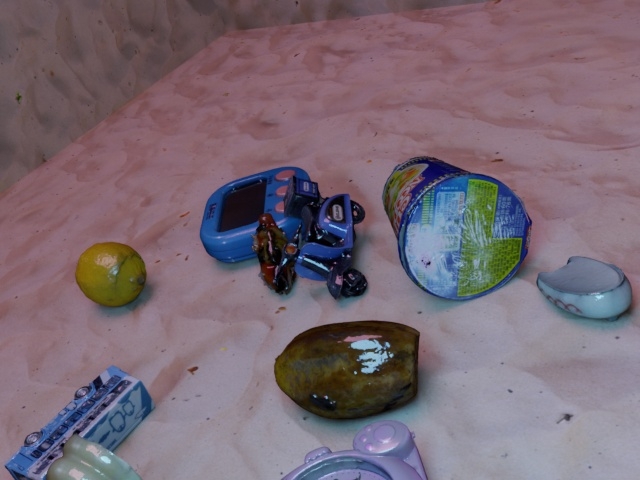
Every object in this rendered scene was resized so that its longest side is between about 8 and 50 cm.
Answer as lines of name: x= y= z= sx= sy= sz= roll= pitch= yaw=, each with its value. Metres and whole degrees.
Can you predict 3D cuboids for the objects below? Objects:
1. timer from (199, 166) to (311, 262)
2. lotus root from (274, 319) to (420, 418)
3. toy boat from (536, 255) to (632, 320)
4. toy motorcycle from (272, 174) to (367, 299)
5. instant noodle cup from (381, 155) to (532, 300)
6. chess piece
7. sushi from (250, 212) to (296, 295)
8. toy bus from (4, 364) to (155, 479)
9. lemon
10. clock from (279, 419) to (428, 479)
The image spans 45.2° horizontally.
timer: x=-0.169 y=-0.074 z=2.112 sx=0.309 sy=0.115 sz=0.340 roll=-14 pitch=32 yaw=8
lotus root: x=0.051 y=0.244 z=1.445 sx=0.291 sy=0.193 sz=0.193 roll=-7 pitch=34 yaw=20
toy boat: x=0.509 y=0.097 z=1.474 sx=0.134 sy=0.078 sz=0.208 roll=-22 pitch=19 yaw=-15
toy motorcycle: x=0.000 y=0.000 z=1.833 sx=0.213 sy=0.125 sz=0.358 roll=12 pitch=39 yaw=-12
instant noodle cup: x=0.268 y=-0.055 z=1.692 sx=0.284 sy=0.284 sz=0.312 roll=-23 pitch=22 yaw=-1
chess piece: x=-0.470 y=0.524 z=1.342 sx=0.182 sy=0.182 sz=0.330 roll=5 pitch=46 yaw=38
sushi: x=-0.113 y=0.038 z=1.891 sx=0.103 sy=0.097 sz=0.226 roll=-36 pitch=58 yaw=43
toy bus: x=-0.493 y=0.400 z=1.600 sx=0.131 sy=0.106 sz=0.297 roll=10 pitch=42 yaw=36
lemon: x=-0.560 y=0.087 z=2.054 sx=0.181 sy=0.180 sz=0.193 roll=-31 pitch=48 yaw=-14
clock: x=0.027 y=0.447 z=1.185 sx=0.322 sy=0.113 sz=0.295 roll=-21 pitch=31 yaw=4
